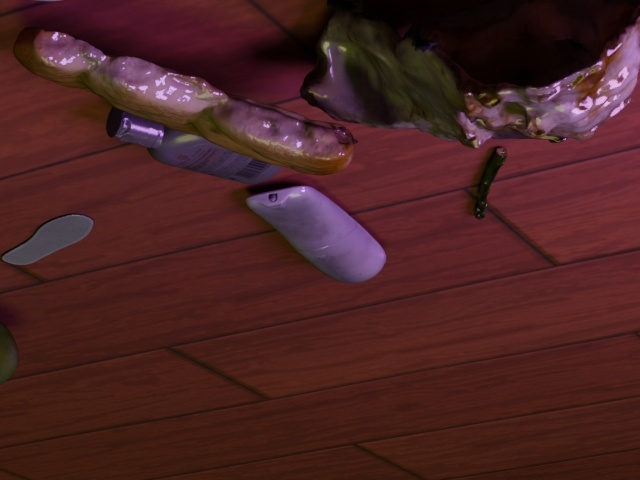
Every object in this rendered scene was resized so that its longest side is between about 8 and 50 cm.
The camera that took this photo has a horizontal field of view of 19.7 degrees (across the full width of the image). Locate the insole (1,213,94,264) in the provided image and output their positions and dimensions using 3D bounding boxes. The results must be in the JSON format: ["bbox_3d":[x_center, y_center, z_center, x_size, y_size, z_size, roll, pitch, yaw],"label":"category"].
[{"bbox_3d":[-0.279,0.000,1.886,0.053,0.002,0.152,16,152,-37],"label":"insole"}]

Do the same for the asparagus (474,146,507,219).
[{"bbox_3d":[0.161,-0.050,1.775,0.016,0.016,0.163,-18,159,-11],"label":"asparagus"}]

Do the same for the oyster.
[{"bbox_3d":[0.106,-0.136,1.392,0.337,0.133,0.197,4,-160,43],"label":"oyster"}]

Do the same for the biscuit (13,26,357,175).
[{"bbox_3d":[-0.112,-0.112,1.497,0.299,0.045,0.154,18,178,-18],"label":"biscuit"}]

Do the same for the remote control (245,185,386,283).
[{"bbox_3d":[0.000,0.000,1.850,0.073,0.044,0.229,-8,158,22],"label":"remote control"}]

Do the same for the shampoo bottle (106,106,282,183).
[{"bbox_3d":[-0.111,-0.088,1.633,0.165,0.040,0.080,13,154,-31],"label":"shampoo bottle"}]

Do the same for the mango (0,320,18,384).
[{"bbox_3d":[-0.417,0.110,2.053,0.122,0.086,0.191,-3,150,32],"label":"mango"}]
